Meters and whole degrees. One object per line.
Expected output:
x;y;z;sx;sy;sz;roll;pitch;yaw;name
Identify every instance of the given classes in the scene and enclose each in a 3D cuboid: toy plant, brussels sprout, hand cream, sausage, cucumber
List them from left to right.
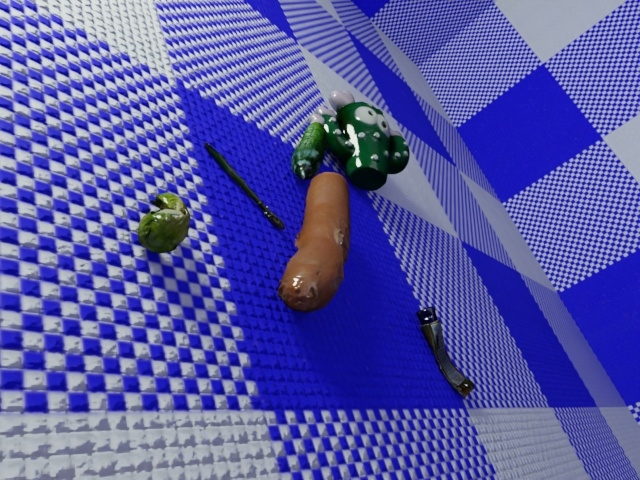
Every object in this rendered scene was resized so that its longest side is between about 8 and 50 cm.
-0.159;-0.023;0.560;0.051;0.046;0.083;4;38;-4;brussels sprout
-0.019;-0.156;0.967;0.056;0.056;0.250;45;26;-17;cucumber
0.001;0.001;0.771;0.087;0.079;0.326;54;24;-25;sausage
0.092;-0.221;1.162;0.232;0.112;0.243;43;42;-9;toy plant
0.218;0.195;0.950;0.062;0.039;0.163;-4;67;-63;hand cream

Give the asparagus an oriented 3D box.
-0.106;-0.076;0.760;0.166;0.013;0.016;48;36;-9;asparagus
